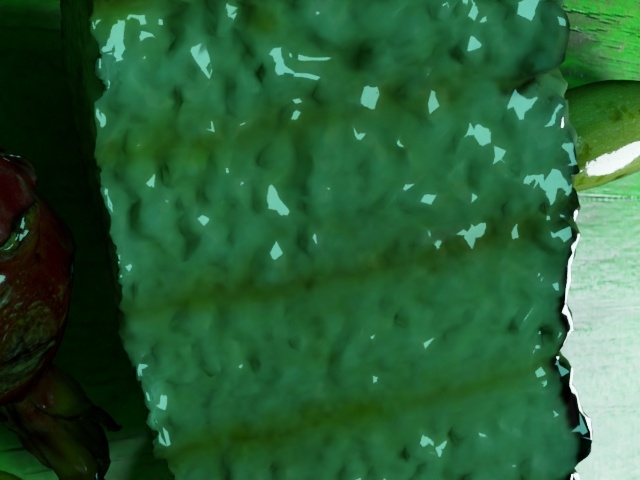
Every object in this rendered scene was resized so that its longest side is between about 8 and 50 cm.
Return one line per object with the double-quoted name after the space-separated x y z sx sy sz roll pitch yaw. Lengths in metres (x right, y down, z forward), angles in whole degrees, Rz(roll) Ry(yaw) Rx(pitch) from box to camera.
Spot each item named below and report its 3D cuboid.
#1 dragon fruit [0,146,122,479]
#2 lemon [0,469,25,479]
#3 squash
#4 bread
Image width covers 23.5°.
-0.165 0.048 0.766 0.125 0.125 0.246 -58 137 -28 "dragon fruit"
-0.170 0.211 0.698 0.184 0.184 0.249 -30 109 -49 "lemon"
0.237 -0.090 1.310 0.341 0.094 0.095 -13 97 -51 "squash"
0.000 0.006 0.860 0.239 0.264 0.395 -12 112 -8 "bread"
